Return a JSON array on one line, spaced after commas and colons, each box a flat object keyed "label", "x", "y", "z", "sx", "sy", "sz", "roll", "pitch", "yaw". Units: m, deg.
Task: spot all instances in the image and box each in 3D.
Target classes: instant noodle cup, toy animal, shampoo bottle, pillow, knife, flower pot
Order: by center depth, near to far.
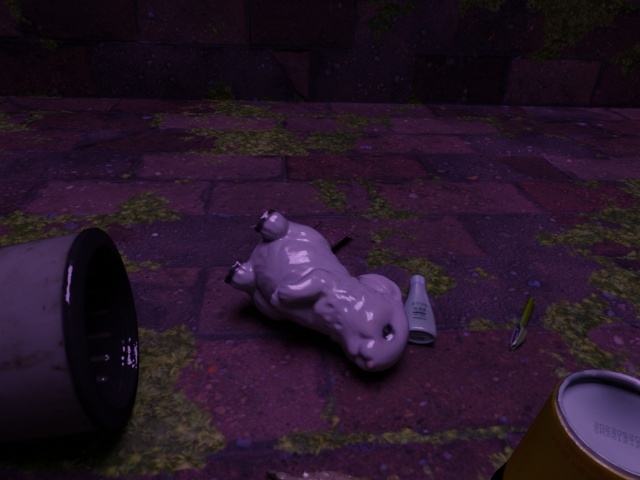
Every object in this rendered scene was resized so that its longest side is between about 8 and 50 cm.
[{"label": "instant noodle cup", "x": 0.317, "y": 0.285, "z": 0.574, "sx": 0.216, "sy": 0.235, "sz": 0.215, "roll": 4, "pitch": 31, "yaw": -2}, {"label": "flower pot", "x": -0.458, "y": 0.151, "z": 0.701, "sx": 0.331, "sy": 0.293, "sz": 0.293, "roll": -10, "pitch": 32, "yaw": -8}, {"label": "toy animal", "x": 0.013, "y": 0.104, "z": 0.944, "sx": 0.358, "sy": 0.193, "sz": 0.258, "roll": 32, "pitch": 13, "yaw": 16}, {"label": "knife", "x": 0.413, "y": 0.166, "z": 1.001, "sx": 0.026, "sy": 0.022, "sz": 0.184, "roll": -8, "pitch": 20, "yaw": 37}, {"label": "shampoo bottle", "x": 0.200, "y": 0.136, "z": 1.012, "sx": 0.069, "sy": 0.041, "sz": 0.190, "roll": 3, "pitch": 29, "yaw": 10}, {"label": "pillow", "x": 0.000, "y": 0.000, "z": 1.233, "sx": 0.118, "sy": 0.042, "sz": 0.185, "roll": 14, "pitch": 28, "yaw": 30}]

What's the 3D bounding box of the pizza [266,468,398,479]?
[{"label": "pizza", "x": 0.030, "y": 0.341, "z": 0.614, "sx": 0.262, "sy": 0.034, "sz": 0.181, "roll": 12, "pitch": 15, "yaw": 30}]
